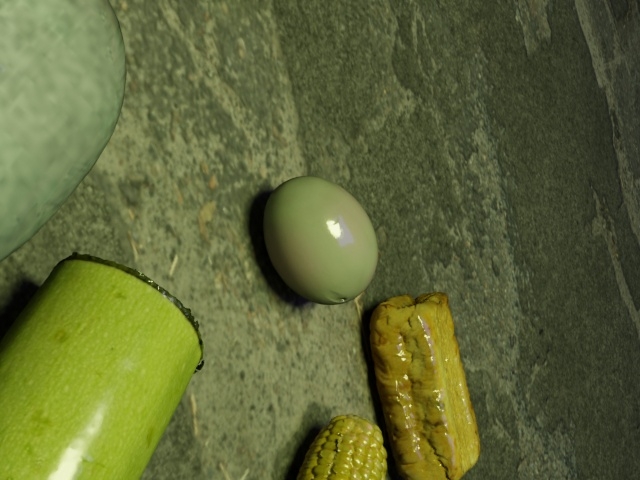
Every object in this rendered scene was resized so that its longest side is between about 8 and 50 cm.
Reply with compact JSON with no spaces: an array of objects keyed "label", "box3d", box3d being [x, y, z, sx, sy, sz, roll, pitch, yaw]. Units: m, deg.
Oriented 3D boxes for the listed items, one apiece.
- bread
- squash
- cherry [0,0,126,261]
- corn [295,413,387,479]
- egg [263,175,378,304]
[{"label":"bread","box3d":[0.114,0.162,1.095,0.114,0.083,0.211,-14,95,-60]},{"label":"squash","box3d":[-0.183,0.138,0.650,0.132,0.132,0.247,56,44,-31]},{"label":"cherry","box3d":[-0.242,-0.096,0.544,0.255,0.218,0.296,47,61,-43]},{"label":"corn","box3d":[0.004,0.296,0.901,0.101,0.101,0.292,45,50,-40]},{"label":"egg","box3d":[0.000,0.000,0.952,0.135,0.103,0.103,61,40,-25]}]
